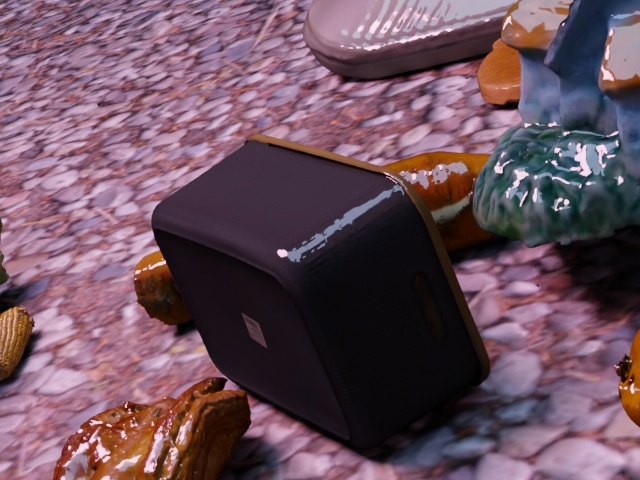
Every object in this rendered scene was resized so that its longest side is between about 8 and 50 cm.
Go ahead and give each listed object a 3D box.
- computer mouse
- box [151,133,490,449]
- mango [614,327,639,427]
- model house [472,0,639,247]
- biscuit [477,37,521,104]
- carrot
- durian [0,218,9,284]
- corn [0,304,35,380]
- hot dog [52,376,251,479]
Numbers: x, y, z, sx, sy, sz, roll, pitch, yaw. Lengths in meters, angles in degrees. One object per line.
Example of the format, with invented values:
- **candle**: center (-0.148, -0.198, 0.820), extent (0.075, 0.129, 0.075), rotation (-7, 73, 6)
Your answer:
- **computer mouse**: center (0.140, -0.232, 1.532), extent (0.330, 0.095, 0.197), rotation (-13, 28, 17)
- **box**: center (-0.008, 0.028, 0.981), extent (0.090, 0.144, 0.201), rotation (-32, 27, -21)
- **mango**: center (0.207, 0.061, 0.833), extent (0.127, 0.063, 0.077), rotation (-17, 58, -2)
- **model house**: center (0.202, -0.146, 1.029), extent (0.225, 0.241, 0.261), rotation (-4, 15, 25)
- **biscuit**: center (0.187, -0.146, 1.378), extent (0.118, 0.023, 0.140), rotation (-7, 25, 27)
- **carrot**: center (0.000, 0.000, 1.144), extent (0.260, 0.070, 0.070), rotation (-18, 22, 10)
- **durian**: center (-0.367, 0.015, 1.233), extent (0.255, 0.205, 0.340), rotation (-8, 23, -2)
- **corn**: center (-0.222, 0.072, 1.205), extent (0.028, 0.027, 0.083), rotation (-29, 22, 16)
- **hot dog**: center (-0.090, 0.122, 0.937), extent (0.099, 0.065, 0.147), rotation (-18, 22, 29)
